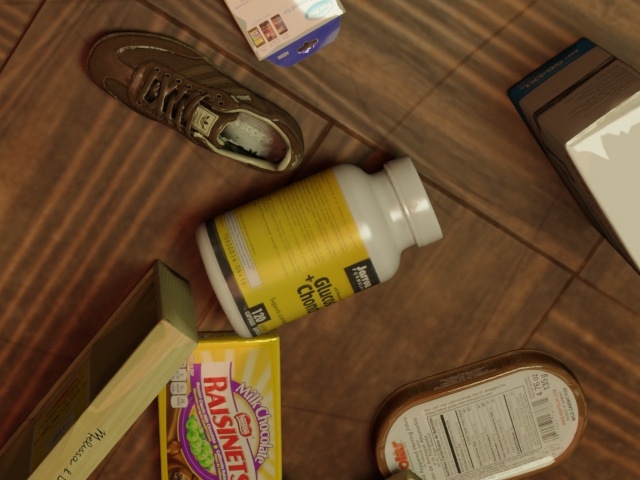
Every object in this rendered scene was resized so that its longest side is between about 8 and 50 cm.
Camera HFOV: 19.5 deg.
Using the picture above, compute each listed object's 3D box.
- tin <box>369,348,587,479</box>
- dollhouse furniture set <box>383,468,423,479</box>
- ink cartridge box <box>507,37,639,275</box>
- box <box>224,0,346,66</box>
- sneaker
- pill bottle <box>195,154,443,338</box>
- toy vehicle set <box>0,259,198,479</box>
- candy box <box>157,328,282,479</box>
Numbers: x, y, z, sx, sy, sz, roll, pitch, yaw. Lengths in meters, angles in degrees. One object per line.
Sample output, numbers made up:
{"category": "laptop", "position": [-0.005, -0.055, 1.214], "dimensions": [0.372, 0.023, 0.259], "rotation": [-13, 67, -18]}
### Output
{"category": "tin", "position": [0.136, 0.160, 1.595], "dimensions": [0.190, 0.040, 0.106], "rotation": [-18, 103, 0]}
{"category": "dollhouse furniture set", "position": [0.030, 0.235, 1.549], "dimensions": [0.114, 0.081, 0.091], "rotation": [-32, 128, 30]}
{"category": "ink cartridge box", "position": [0.235, -0.062, 1.453], "dimensions": [0.086, 0.203, 0.148], "rotation": [-33, 106, 4]}
{"category": "box", "position": [-0.040, -0.207, 1.476], "dimensions": [0.081, 0.028, 0.136], "rotation": [-29, 109, 3]}
{"category": "sneaker", "position": [-0.095, -0.110, 1.474], "dimensions": [0.188, 0.071, 0.066], "rotation": [23, 102, -12]}
{"category": "pill bottle", "position": [0.000, 0.000, 1.499], "dimensions": [0.184, 0.103, 0.103], "rotation": [-23, 107, 2]}
{"category": "toy vehicle set", "position": [-0.197, 0.146, 1.488], "dimensions": [0.035, 0.166, 0.267], "rotation": [38, 99, -14]}
{"category": "candy box", "position": [-0.085, 0.177, 1.581], "dimensions": [0.105, 0.027, 0.206], "rotation": [-4, 107, -8]}
